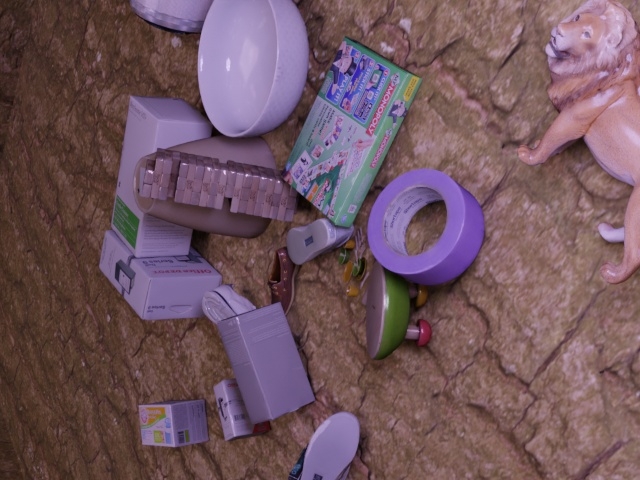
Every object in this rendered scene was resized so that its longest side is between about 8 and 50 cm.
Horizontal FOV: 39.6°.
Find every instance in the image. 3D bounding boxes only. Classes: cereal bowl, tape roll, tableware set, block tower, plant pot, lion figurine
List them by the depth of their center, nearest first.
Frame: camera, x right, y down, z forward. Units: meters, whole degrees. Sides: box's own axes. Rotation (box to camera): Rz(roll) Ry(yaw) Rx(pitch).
[{"bbox_3d":[0.424,-0.130,1.235,0.240,0.142,0.392,-46,70,35],"label":"lion figurine"},{"bbox_3d":[0.181,-0.023,1.533,0.189,0.080,0.189,-14,65,31],"label":"tape roll"},{"bbox_3d":[0.060,0.050,1.764,0.154,0.024,0.104,-97,27,-50],"label":"tableware set"},{"bbox_3d":[-0.205,-0.118,1.898,0.097,0.336,0.091,-112,32,-66],"label":"block tower"},{"bbox_3d":[-0.129,-0.392,1.947,0.339,0.141,0.338,5,96,54],"label":"cereal bowl"},{"bbox_3d":[-0.283,-0.129,2.060,0.256,0.274,0.256,4,95,54],"label":"plant pot"}]

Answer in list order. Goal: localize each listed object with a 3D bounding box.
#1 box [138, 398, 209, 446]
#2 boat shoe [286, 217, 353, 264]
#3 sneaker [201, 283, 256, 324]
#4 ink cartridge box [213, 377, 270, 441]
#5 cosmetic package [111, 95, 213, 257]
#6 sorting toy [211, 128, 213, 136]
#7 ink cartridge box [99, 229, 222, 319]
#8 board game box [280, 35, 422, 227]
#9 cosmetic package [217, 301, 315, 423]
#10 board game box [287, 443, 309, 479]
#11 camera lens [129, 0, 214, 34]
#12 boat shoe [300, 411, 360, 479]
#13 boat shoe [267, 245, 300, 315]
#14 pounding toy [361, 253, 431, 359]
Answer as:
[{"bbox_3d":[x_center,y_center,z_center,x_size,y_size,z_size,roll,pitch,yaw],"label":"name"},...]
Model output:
[{"bbox_3d":[-0.398,0.490,2.394,0.203,0.103,0.114,-16,79,53],"label":"box"},{"bbox_3d":[0.000,-0.001,1.842,0.227,0.081,0.079,-24,77,63],"label":"boat shoe"},{"bbox_3d":[-0.175,0.196,2.097,0.235,0.095,0.090,50,128,14],"label":"sneaker"},{"bbox_3d":[-0.187,0.396,2.103,0.056,0.099,0.135,-39,60,49],"label":"ink cartridge box"},{"bbox_3d":[-0.405,-0.162,2.248,0.197,0.155,0.365,38,123,49],"label":"cosmetic package"},{"bbox_3d":[-0.339,-0.205,2.324,0.274,0.046,0.132,-25,72,51],"label":"sorting toy"},{"bbox_3d":[-0.416,0.083,2.310,0.289,0.211,0.121,37,119,45],"label":"ink cartridge box"},{"bbox_3d":[0.052,-0.214,1.738,0.213,0.046,0.317,42,113,43],"label":"board game box"},{"bbox_3d":[-0.119,0.268,1.950,0.107,0.127,0.238,-21,85,53],"label":"cosmetic package"},{"bbox_3d":[-0.061,0.548,1.929,0.026,0.126,0.186,22,114,11],"label":"board game box"},{"bbox_3d":[-0.331,-0.651,2.143,0.219,0.219,0.274,45,126,43],"label":"camera lens"},{"bbox_3d":[0.017,0.466,1.837,0.096,0.088,0.267,19,102,12],"label":"boat shoe"},{"bbox_3d":[-0.092,0.093,1.989,0.064,0.060,0.178,36,120,47],"label":"boat shoe"},{"bbox_3d":[0.149,0.115,1.650,0.237,0.110,0.183,-94,10,-58],"label":"pounding toy"}]
